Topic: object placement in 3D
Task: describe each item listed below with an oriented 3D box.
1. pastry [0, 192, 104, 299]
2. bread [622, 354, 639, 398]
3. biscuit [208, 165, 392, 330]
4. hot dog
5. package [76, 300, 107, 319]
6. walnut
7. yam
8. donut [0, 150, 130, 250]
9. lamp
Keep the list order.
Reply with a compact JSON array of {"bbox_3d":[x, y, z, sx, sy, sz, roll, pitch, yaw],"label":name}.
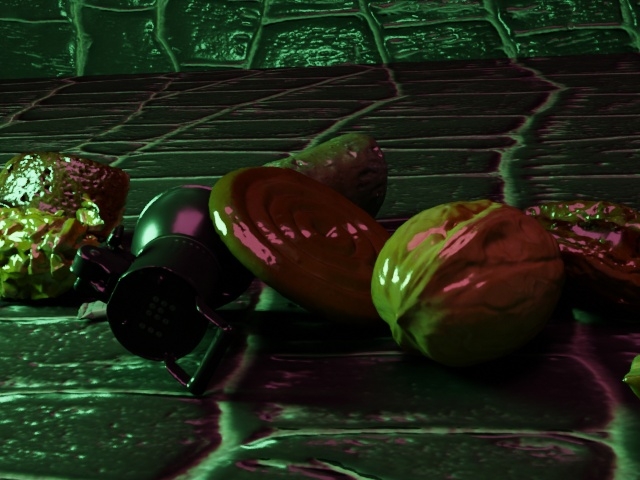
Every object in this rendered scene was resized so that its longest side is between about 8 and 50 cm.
[{"bbox_3d":[-0.367,0.010,1.249,0.249,0.102,0.154,2,23,22],"label":"pastry"},{"bbox_3d":[0.307,0.088,0.732,0.139,0.084,0.074,-44,-11,25],"label":"bread"},{"bbox_3d":[0.000,-0.001,1.072,0.262,0.037,0.262,26,25,-13],"label":"biscuit"},{"bbox_3d":[0.269,0.017,1.073,0.226,0.099,0.160,4,19,35],"label":"hot dog"},{"bbox_3d":[-0.222,0.077,1.143,0.110,0.015,0.037,-4,26,0],"label":"package"},{"bbox_3d":[0.138,0.040,0.943,0.159,0.159,0.206,12,23,42],"label":"walnut"},{"bbox_3d":[-0.056,-0.037,1.292,0.330,0.133,0.133,-24,25,-36],"label":"yam"},{"bbox_3d":[-0.356,-0.059,1.379,0.186,0.126,0.144,1,-22,47],"label":"donut"},{"bbox_3d":[-0.155,0.040,1.010,0.172,0.147,0.227,30,19,-4],"label":"lamp"}]
